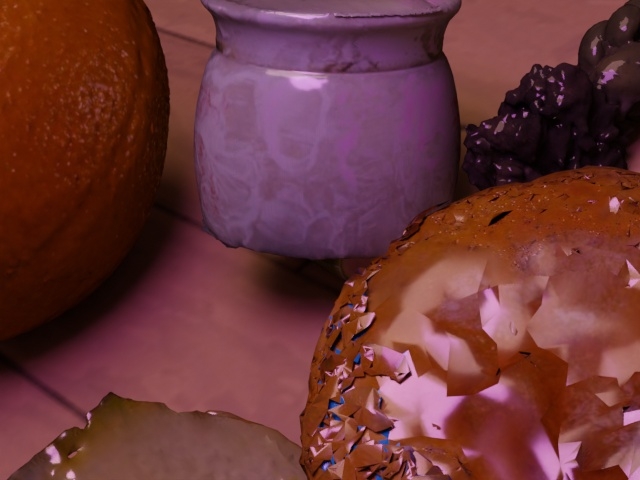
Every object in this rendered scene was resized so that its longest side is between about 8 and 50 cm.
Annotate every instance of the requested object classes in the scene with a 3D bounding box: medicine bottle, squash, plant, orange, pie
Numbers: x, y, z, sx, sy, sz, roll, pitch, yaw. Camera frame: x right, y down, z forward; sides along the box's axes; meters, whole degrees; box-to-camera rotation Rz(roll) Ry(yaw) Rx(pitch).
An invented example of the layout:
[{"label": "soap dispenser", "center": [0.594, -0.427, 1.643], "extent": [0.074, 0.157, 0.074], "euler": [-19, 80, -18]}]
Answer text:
[{"label": "medicine bottle", "center": [0.005, -0.074, 0.980], "extent": [0.147, 0.143, 0.147], "euler": [2, 17, -1]}, {"label": "squash", "center": [0.000, 0.000, 1.028], "extent": [0.027, 0.027, 0.083], "euler": [-39, 32, -16]}, {"label": "plant", "center": [0.146, -0.074, 0.983], "extent": [0.087, 0.085, 0.174], "euler": [32, 58, 28]}, {"label": "orange", "center": [-0.220, -0.071, 1.079], "extent": [0.274, 0.274, 0.274], "euler": [-20, 33, 14]}, {"label": "pie", "center": [0.113, 0.079, 0.730], "extent": [0.273, 0.069, 0.273], "euler": [-6, 53, 8]}]

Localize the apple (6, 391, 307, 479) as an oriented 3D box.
[{"label": "apple", "center": [-0.132, 0.196, 0.699], "extent": [0.254, 0.179, 0.346], "euler": [-2, 25, 43]}]
